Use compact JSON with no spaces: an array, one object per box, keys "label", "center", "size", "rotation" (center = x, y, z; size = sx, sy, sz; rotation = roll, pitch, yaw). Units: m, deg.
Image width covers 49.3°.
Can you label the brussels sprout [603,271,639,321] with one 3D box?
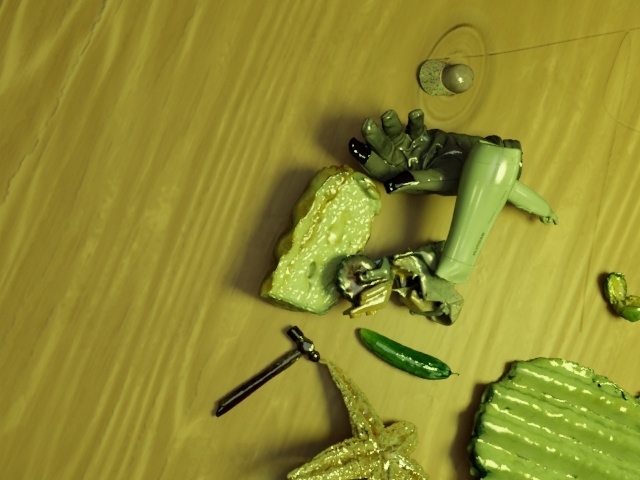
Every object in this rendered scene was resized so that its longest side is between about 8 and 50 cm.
[{"label":"brussels sprout","center":[0.482,0.091,1.107],"size":[0.046,0.051,0.083],"rotation":[-11,59,-37]}]

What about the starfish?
[{"label":"starfish","center":[0.063,0.304,0.978],"size":[0.231,0.048,0.295],"rotation":[-30,79,-41]}]

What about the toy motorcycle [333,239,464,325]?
[{"label":"toy motorcycle","center":[0.130,0.073,1.029],"size":[0.229,0.094,0.129],"rotation":[-8,87,-27]}]

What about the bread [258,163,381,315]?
[{"label":"bread","center":[0.000,0.000,1.028],"size":[0.128,0.088,0.232],"rotation":[29,86,-28]}]

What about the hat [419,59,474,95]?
[{"label":"hat","center":[0.201,-0.258,1.099],"size":[0.087,0.042,0.058],"rotation":[14,83,-6]}]

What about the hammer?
[{"label":"hammer","center":[-0.086,0.200,1.036],"size":[0.178,0.021,0.065],"rotation":[-36,90,-6]}]

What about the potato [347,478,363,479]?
[{"label":"potato","center":[0.003,0.383,0.990],"size":[0.147,0.112,0.112],"rotation":[-17,88,-18]}]

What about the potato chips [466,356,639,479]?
[{"label":"potato chips","center":[0.408,0.382,1.064],"size":[0.429,0.070,0.358],"rotation":[25,78,-8]}]

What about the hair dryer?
[{"label":"hair dryer","center":[0.280,-0.028,1.034],"size":[0.237,0.075,0.206],"rotation":[9,103,-39]}]

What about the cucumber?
[{"label":"cucumber","center":[0.131,0.179,1.057],"size":[0.168,0.039,0.039],"rotation":[25,82,-2]}]

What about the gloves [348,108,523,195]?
[{"label":"gloves","center":[0.175,-0.120,1.046],"size":[0.286,0.119,0.142],"rotation":[11,55,-21]}]
